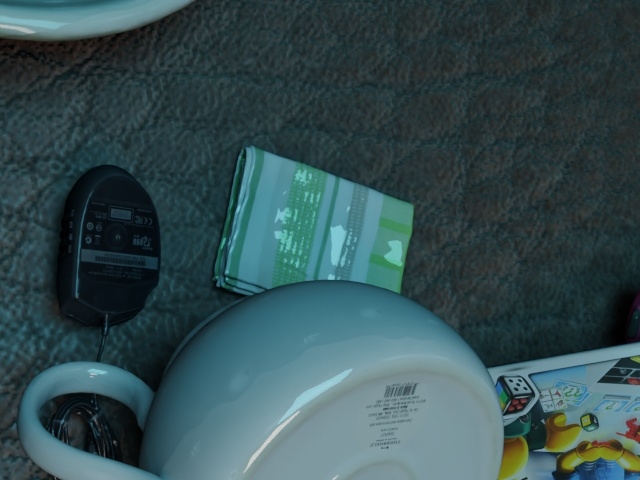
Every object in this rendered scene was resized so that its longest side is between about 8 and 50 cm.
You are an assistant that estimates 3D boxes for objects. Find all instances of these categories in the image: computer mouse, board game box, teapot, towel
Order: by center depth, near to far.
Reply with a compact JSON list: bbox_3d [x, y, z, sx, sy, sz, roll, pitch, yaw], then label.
[{"bbox_3d":[-0.023,0.122,0.746,0.252,0.187,0.256,-40,131,-9],"label":"teapot"},{"bbox_3d":[-0.154,0.068,0.776,0.071,0.041,0.242,12,79,-40],"label":"computer mouse"},{"bbox_3d":[0.263,0.170,0.862,0.305,0.053,0.193,-11,84,4],"label":"board game box"},{"bbox_3d":[0.000,0.000,0.866,0.152,0.023,0.113,17,74,-22],"label":"towel"}]

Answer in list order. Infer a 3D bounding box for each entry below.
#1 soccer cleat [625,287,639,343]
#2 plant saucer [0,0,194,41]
[{"bbox_3d":[0.353,0.180,0.965,0.143,0.116,0.331,-8,79,-50],"label":"soccer cleat"},{"bbox_3d":[-0.218,-0.317,0.783,0.400,0.100,0.401,5,78,-25],"label":"plant saucer"}]
